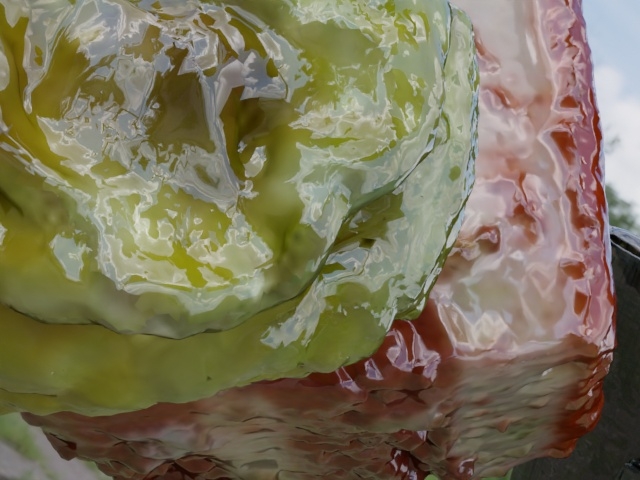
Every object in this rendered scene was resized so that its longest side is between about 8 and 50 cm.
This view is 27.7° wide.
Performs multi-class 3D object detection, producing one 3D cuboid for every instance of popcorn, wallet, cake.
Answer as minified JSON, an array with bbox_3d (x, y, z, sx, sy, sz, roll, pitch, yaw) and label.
[{"bbox_3d":[-0.056,-0.030,0.434,0.225,0.173,0.286,2,6,37],"label":"popcorn"},{"bbox_3d":[0.205,0.161,0.916,0.044,0.317,0.169,-2,27,-35],"label":"wallet"},{"bbox_3d":[0.000,0.000,0.741,0.320,0.270,0.269,-8,-22,3],"label":"cake"}]
